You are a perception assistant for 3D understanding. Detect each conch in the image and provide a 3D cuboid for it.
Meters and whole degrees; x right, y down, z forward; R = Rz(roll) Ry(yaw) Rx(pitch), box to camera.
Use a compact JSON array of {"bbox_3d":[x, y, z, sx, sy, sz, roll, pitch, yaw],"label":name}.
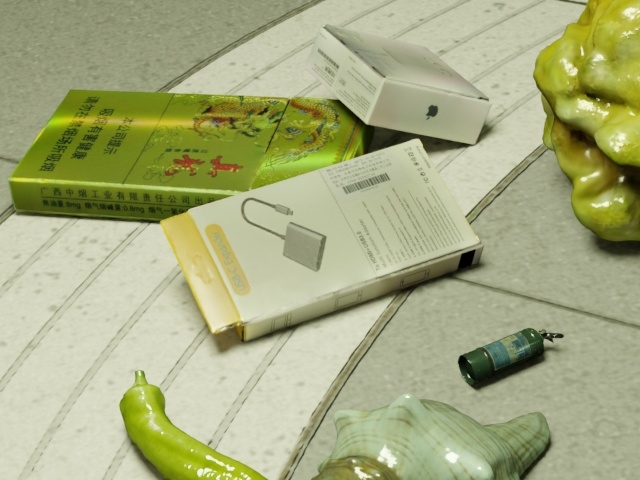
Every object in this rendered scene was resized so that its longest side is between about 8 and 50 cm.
[{"bbox_3d":[0.078,0.164,1.133,0.234,0.114,0.137,-11,48,-16],"label":"conch"}]

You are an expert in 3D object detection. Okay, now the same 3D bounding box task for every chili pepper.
[{"bbox_3d":[-0.091,0.163,1.220,0.049,0.043,0.208,-5,30,-46],"label":"chili pepper"}]

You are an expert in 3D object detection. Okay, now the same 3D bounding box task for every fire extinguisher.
[{"bbox_3d":[0.148,0.087,1.301,0.083,0.025,0.038,-20,14,-19],"label":"fire extinguisher"}]

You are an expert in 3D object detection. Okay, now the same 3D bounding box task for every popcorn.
[{"bbox_3d":[0.295,-0.145,1.414,0.235,0.250,0.241,-4,36,-10],"label":"popcorn"}]

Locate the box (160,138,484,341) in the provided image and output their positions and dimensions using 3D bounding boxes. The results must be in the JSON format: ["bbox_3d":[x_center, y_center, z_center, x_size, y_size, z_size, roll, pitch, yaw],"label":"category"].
[{"bbox_3d":[0.000,0.000,1.405,0.247,0.033,0.129,-17,59,-16],"label":"box"}]

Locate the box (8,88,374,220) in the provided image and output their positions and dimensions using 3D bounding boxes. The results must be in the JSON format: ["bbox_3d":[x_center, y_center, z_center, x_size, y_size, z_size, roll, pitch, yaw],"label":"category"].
[{"bbox_3d":[-0.117,-0.080,1.561,0.311,0.043,0.173,4,36,13],"label":"box"}]

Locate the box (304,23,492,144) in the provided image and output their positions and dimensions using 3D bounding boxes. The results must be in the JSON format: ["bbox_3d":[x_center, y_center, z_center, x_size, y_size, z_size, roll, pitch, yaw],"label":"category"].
[{"bbox_3d":[0.074,-0.149,1.578,0.129,0.051,0.130,9,25,-34],"label":"box"}]
